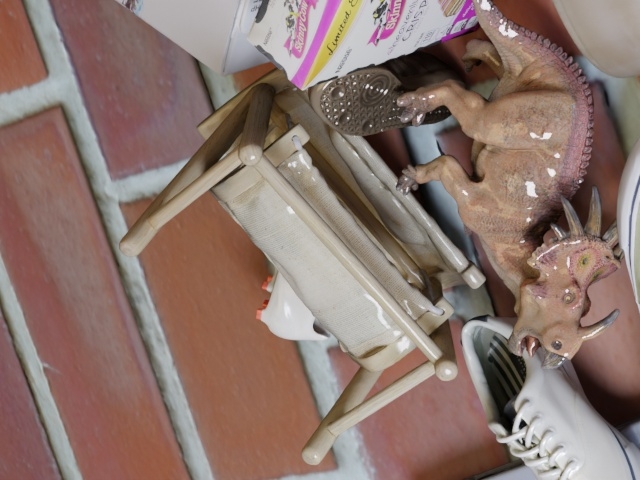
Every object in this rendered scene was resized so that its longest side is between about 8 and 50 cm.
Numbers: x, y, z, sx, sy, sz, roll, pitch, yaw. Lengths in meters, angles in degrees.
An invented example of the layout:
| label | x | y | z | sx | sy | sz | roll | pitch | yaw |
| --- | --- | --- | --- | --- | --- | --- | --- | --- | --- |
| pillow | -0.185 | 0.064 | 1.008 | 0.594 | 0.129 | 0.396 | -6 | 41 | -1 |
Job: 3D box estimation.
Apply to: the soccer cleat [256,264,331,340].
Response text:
| label | x | y | z | sx | sy | sz | roll | pitch | yaw |
| --- | --- | --- | --- | --- | --- | --- | --- | --- | --- |
| soccer cleat | -0.007 | 0.003 | 1.771 | 0.076 | 0.068 | 0.196 | 14 | 111 | 7 |

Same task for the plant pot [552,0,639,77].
| label | x | y | z | sx | sy | sz | roll | pitch | yaw |
| --- | --- | --- | --- | --- | --- | --- | --- | --- | --- |
| plant pot | 0.306 | -0.286 | 1.228 | 0.280 | 0.323 | 0.323 | -7 | 102 | 27 |

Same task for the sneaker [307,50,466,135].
| label | x | y | z | sx | sy | sz | roll | pitch | yaw |
| --- | --- | --- | --- | --- | --- | --- | --- | --- | --- |
| sneaker | 0.042 | -0.132 | 1.578 | 0.071 | 0.188 | 0.066 | 44 | 116 | 30 |

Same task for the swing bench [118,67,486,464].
| label | x | y | z | sx | sy | sz | roll | pitch | yaw |
| --- | --- | --- | --- | --- | --- | --- | --- | --- | --- |
| swing bench | 0.000 | 0.000 | 1.591 | 0.165 | 0.255 | 0.253 | -35 | 104 | 28 |

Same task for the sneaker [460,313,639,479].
| label | x | y | z | sx | sy | sz | roll | pitch | yaw |
| --- | --- | --- | --- | --- | --- | --- | --- | --- | --- |
| sneaker | 0.188 | 0.165 | 1.563 | 0.094 | 0.091 | 0.258 | -56 | 44 | 27 |

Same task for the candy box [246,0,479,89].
| label | x | y | z | sx | sy | sz | roll | pitch | yaw |
| --- | --- | --- | --- | --- | --- | --- | --- | --- | --- |
| candy box | 0.065 | -0.222 | 1.489 | 0.071 | 0.233 | 0.159 | 44 | 131 | 22 |

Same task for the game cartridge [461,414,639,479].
| label | x | y | z | sx | sy | sz | roll | pitch | yaw |
| --- | --- | --- | --- | --- | --- | --- | --- | --- | --- |
| game cartridge | 0.229 | 0.280 | 1.663 | 0.297 | 0.062 | 0.198 | -27 | 91 | 45 |

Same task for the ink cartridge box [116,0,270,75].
| label | x | y | z | sx | sy | sz | roll | pitch | yaw |
| --- | --- | --- | --- | --- | --- | --- | --- | --- | --- |
| ink cartridge box | -0.090 | -0.306 | 1.624 | 0.270 | 0.198 | 0.197 | 37 | 127 | 26 |

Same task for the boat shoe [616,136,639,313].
| label | x | y | z | sx | sy | sz | roll | pitch | yaw |
| --- | --- | --- | --- | --- | --- | --- | --- | --- | --- |
| boat shoe | 0.300 | 0.053 | 1.457 | 0.094 | 0.109 | 0.302 | -120 | 17 | -66 |

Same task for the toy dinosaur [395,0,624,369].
| label | x | y | z | sx | sy | sz | roll | pitch | yaw |
| --- | --- | --- | --- | --- | --- | --- | --- | --- | --- |
| toy dinosaur | 0.177 | -0.064 | 1.530 | 0.200 | 0.127 | 0.296 | 16 | 112 | 38 |
